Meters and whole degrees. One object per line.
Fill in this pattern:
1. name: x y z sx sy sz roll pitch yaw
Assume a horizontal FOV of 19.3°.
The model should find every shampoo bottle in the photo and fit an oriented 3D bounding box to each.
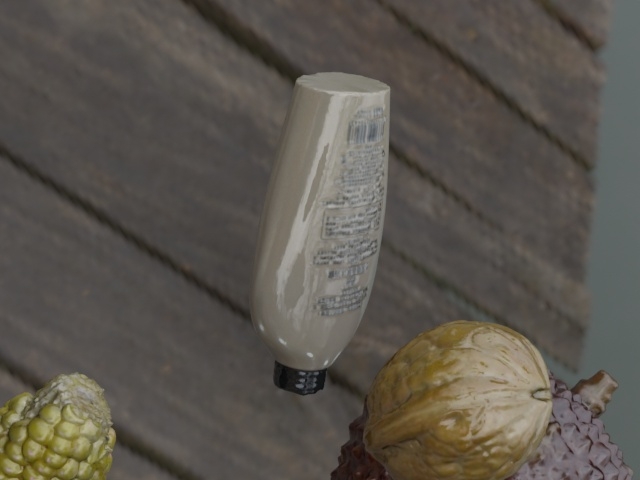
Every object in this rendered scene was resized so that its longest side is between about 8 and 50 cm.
1. shampoo bottle: 0.000 0.000 1.470 0.127 0.078 0.257 -13 116 -50

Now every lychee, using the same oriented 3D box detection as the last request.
1. lychee: 0.141 0.222 1.618 0.276 0.304 0.276 50 2 -2

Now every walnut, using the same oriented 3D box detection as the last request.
1. walnut: 0.079 0.101 1.112 0.105 0.124 0.105 28 51 -40

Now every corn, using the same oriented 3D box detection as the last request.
1. corn: -0.276 0.247 1.501 0.130 0.347 0.130 32 19 -13
